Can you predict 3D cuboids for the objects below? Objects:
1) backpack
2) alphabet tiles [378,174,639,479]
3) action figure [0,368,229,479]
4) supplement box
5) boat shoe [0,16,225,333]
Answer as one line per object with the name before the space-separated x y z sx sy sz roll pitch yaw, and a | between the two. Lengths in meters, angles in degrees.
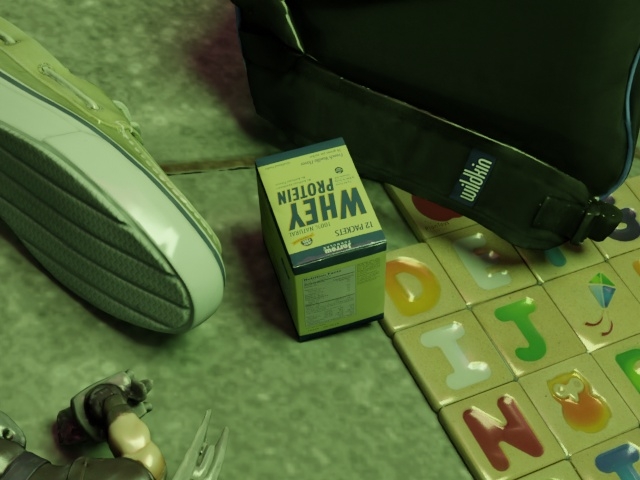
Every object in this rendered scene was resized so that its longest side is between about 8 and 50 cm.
backpack | 0.081 -0.162 0.756 0.263 0.276 0.213 6 35 8
alphabet tiles | 0.193 0.064 0.756 0.285 0.011 0.342 -16 57 -24
action figure | -0.168 0.116 0.576 0.285 0.099 0.185 29 44 5
supplement box | 0.000 0.000 0.706 0.056 0.083 0.083 -16 56 -9
boat shoe | -0.159 -0.062 0.710 0.302 0.109 0.094 37 51 20
